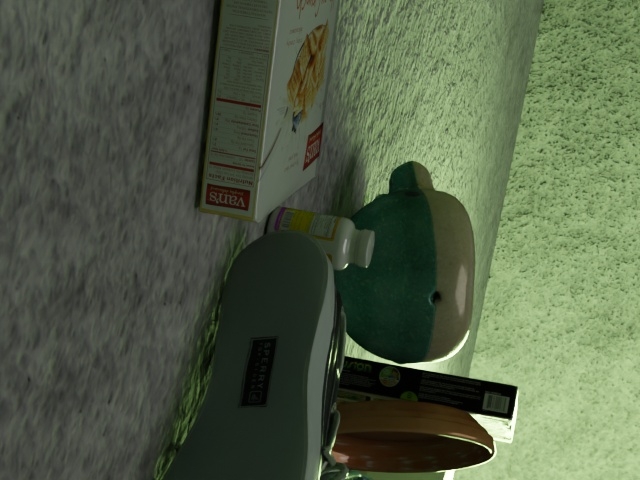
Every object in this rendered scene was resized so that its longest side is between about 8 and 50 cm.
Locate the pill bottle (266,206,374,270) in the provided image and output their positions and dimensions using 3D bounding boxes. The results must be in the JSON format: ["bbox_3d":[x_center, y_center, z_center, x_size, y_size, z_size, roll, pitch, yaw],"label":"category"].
[{"bbox_3d":[0.000,0.000,1.115,0.043,0.083,0.043,11,90,-78],"label":"pill bottle"}]

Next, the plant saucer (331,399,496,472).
[{"bbox_3d":[0.074,0.194,1.372,0.200,0.200,0.037,71,20,-67],"label":"plant saucer"}]

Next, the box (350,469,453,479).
[{"bbox_3d":[0.086,0.369,1.760,0.311,0.121,0.148,-65,162,-51],"label":"box"}]

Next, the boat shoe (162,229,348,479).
[{"bbox_3d":[-0.040,0.145,0.980,0.105,0.113,0.306,60,30,-51],"label":"boat shoe"}]

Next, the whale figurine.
[{"bbox_3d":[0.067,0.024,1.430,0.272,0.141,0.216,-126,-143,-72],"label":"whale figurine"}]

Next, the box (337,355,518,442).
[{"bbox_3d":[0.098,0.162,1.422,0.114,0.207,0.036,71,29,-69],"label":"box"}]

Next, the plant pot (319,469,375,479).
[{"bbox_3d":[0.065,0.410,1.436,0.252,0.247,0.247,-61,167,-2],"label":"plant pot"}]

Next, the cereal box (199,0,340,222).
[{"bbox_3d":[-0.026,-0.146,0.951,0.173,0.047,0.240,-45,144,-70],"label":"cereal box"}]
